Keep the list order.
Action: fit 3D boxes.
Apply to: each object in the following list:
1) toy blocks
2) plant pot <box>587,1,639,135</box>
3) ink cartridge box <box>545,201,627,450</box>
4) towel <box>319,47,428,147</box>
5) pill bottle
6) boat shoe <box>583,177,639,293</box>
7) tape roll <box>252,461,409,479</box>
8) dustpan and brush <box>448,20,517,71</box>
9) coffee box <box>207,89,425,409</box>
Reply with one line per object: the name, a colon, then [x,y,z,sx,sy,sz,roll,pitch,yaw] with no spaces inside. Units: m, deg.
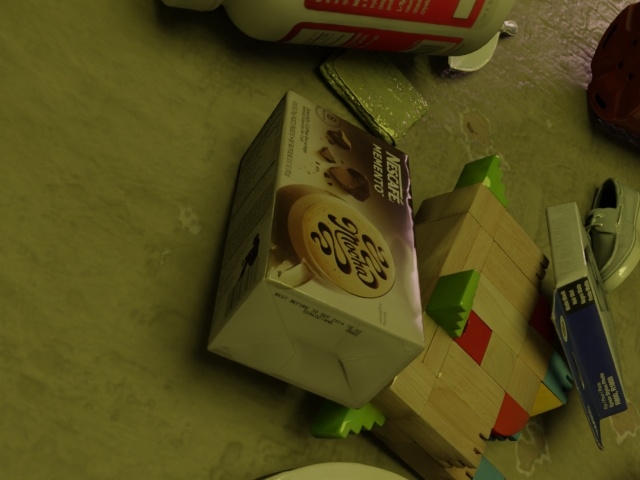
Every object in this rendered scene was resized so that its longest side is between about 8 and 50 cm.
toy blocks: [0.181,0.130,0.932,0.261,0.191,0.381,44,55,-23]
plant pot: [0.593,-0.252,1.279,0.265,0.272,0.272,14,64,-17]
ink cartridge box: [0.329,0.100,0.992,0.223,0.045,0.224,63,26,-28]
towel: [0.072,-0.201,1.071,0.148,0.027,0.110,46,54,-6]
pill bottle: [0.019,-0.348,0.965,0.408,0.229,0.228,-2,72,-26]
boat shoe: [0.415,-0.012,1.171,0.081,0.079,0.227,37,45,-3]
tape roll: [0.013,0.408,0.760,0.392,0.072,0.391,12,65,-26]
dustpan and brush: [0.247,-0.322,1.195,0.211,0.060,0.147,-21,116,-66]
coffee box: [0.000,0.000,0.831,0.168,0.119,0.297,26,38,-19]
